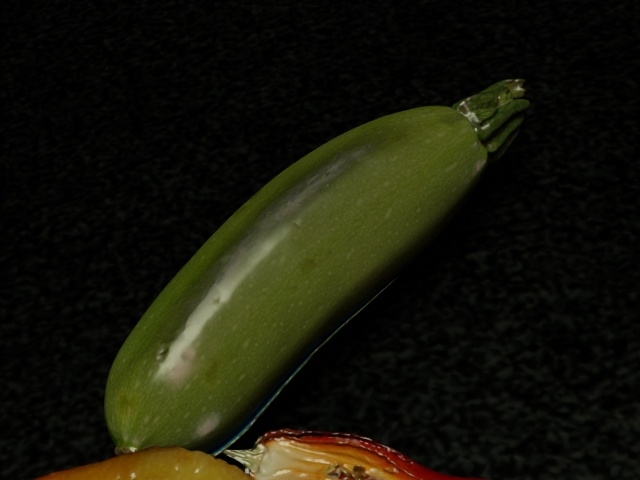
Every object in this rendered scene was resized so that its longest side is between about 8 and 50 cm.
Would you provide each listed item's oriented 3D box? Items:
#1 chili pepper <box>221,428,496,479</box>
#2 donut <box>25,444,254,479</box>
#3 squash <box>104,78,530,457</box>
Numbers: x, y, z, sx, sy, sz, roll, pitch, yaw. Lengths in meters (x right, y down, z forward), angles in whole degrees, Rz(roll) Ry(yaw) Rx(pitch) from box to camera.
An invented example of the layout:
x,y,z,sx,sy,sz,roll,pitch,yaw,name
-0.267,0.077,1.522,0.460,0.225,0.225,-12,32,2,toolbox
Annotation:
x,y,z,sx,sy,sz,roll,pitch,yaw,name
0.035,0.124,0.665,0.178,0.027,0.045,3,51,18,chili pepper
-0.098,0.183,0.608,0.190,0.074,0.174,-27,44,-19,donut
0.000,0.000,0.759,0.094,0.094,0.341,29,61,35,squash
